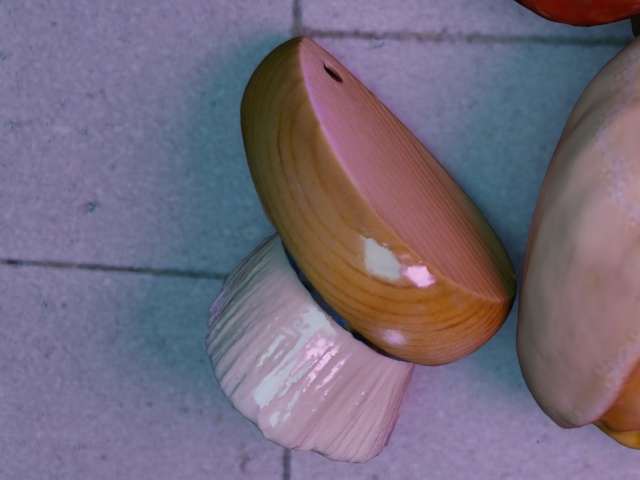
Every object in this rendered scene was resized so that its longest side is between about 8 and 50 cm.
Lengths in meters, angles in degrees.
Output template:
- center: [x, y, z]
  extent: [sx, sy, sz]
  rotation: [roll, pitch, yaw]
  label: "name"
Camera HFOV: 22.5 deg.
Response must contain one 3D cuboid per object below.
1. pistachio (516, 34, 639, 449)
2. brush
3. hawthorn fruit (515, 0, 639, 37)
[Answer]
- center: [0.243, -0.001, 1.001]
  extent: [0.229, 0.230, 0.309]
  rotation: [15, 116, 9]
  label: "pistachio"
- center: [0.000, 0.000, 1.083]
  extent: [0.166, 0.174, 0.267]
  rotation: [-44, 58, 24]
  label: "brush"
- center: [0.177, -0.235, 0.991]
  extent: [0.215, 0.215, 0.250]
  rotation: [-19, 115, 13]
  label: "hawthorn fruit"
